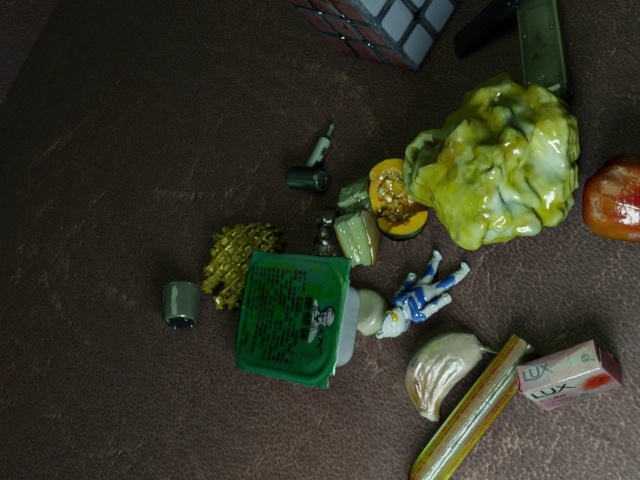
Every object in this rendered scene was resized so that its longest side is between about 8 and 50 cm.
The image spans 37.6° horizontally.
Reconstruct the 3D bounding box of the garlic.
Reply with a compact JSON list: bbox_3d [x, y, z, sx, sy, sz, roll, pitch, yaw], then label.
[{"bbox_3d":[0.246,0.238,1.776,0.198,0.090,0.128,-40,62,3],"label":"garlic"}]

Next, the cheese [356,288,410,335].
[{"bbox_3d":[0.110,0.159,1.940,0.092,0.047,0.171,-52,46,1],"label":"cheese"}]

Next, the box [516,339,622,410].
[{"bbox_3d":[0.426,0.232,1.608,0.156,0.111,0.060,-27,51,25],"label":"box"}]

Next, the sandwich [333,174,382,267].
[{"bbox_3d":[0.088,-0.065,2.064,0.090,0.088,0.244,-11,58,37],"label":"sandwich"}]

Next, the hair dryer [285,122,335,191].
[{"bbox_3d":[-0.003,-0.205,2.252,0.100,0.057,0.197,7,63,38],"label":"hair dryer"}]

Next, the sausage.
[{"bbox_3d":[0.266,0.334,1.697,0.371,0.082,0.082,-52,45,2],"label":"sausage"}]

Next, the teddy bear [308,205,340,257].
[{"bbox_3d":[0.007,0.006,2.090,0.078,0.119,0.160,25,97,6],"label":"teddy bear"}]

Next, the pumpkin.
[{"bbox_3d":[0.167,-0.073,1.992,0.119,0.107,0.183,-11,63,7],"label":"pumpkin"}]

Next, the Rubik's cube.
[{"bbox_3d":[0.130,-0.624,2.223,0.305,0.304,0.301,28,83,43],"label":"Rubik's cube"}]

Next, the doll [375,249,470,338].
[{"bbox_3d":[0.194,0.116,1.868,0.114,0.057,0.227,29,69,39],"label":"doll"}]

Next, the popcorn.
[{"bbox_3d":[0.343,-0.150,1.830,0.334,0.293,0.292,-32,13,-7],"label":"popcorn"}]

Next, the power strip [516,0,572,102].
[{"bbox_3d":[0.474,-0.411,1.997,0.092,0.066,0.387,-16,53,28],"label":"power strip"}]

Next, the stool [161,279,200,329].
[{"bbox_3d":[-0.336,0.155,2.259,0.096,0.096,0.110,-18,58,29],"label":"stool"}]

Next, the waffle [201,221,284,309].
[{"bbox_3d":[-0.186,0.054,2.234,0.231,0.051,0.228,-11,55,32],"label":"waffle"}]

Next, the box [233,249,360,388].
[{"bbox_3d":[-0.036,0.163,1.971,0.337,0.106,0.264,4,83,48],"label":"box"}]

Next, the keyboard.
[{"bbox_3d":[0.383,-0.502,2.100,0.231,0.023,0.072,-40,38,39],"label":"keyboard"}]

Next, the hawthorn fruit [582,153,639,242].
[{"bbox_3d":[0.564,-0.068,1.653,0.194,0.157,0.157,17,75,40],"label":"hawthorn fruit"}]
